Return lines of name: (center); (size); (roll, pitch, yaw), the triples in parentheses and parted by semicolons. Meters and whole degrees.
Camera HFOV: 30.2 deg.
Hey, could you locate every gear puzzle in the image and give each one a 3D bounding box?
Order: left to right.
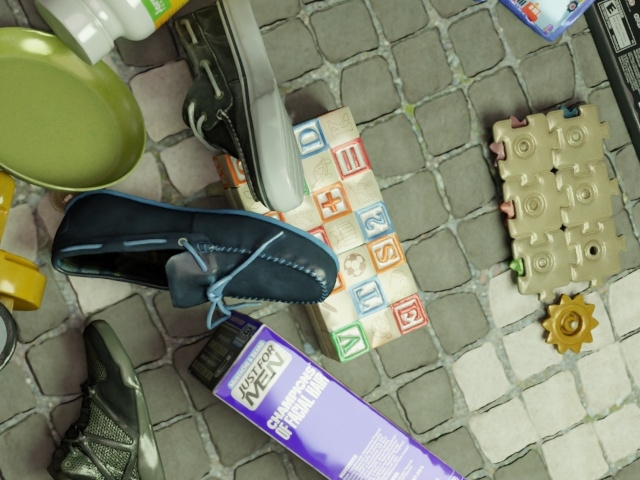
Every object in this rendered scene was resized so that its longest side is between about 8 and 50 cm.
gear puzzle: (0.328, -0.012, 1.619); (0.175, 0.044, 0.339); (-13, 98, -16)

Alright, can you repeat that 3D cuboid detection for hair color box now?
hair color box: (0.010, 0.230, 1.460); (0.338, 0.185, 0.110); (37, 82, -14)

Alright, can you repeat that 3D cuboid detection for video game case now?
video game case: (0.520, -0.255, 1.665); (0.248, 0.035, 0.275); (-24, 97, -13)

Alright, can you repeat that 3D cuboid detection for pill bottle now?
pill bottle: (-0.214, -0.325, 1.406); (0.245, 0.136, 0.136); (-44, 102, -10)

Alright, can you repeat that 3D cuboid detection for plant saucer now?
plant saucer: (-0.319, -0.145, 1.375); (0.240, 0.037, 0.241); (21, 45, -22)

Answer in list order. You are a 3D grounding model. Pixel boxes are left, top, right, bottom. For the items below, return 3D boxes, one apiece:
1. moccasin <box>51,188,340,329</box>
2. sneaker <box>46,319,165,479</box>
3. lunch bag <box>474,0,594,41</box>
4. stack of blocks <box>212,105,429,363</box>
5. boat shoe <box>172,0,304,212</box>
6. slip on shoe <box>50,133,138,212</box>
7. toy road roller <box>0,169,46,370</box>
moccasin: (-0.150, 0.037, 1.388); (0.341, 0.138, 0.117); (8, 48, 17)
sneaker: (-0.274, 0.215, 1.431); (0.130, 0.087, 0.228); (-15, 101, -21)
lunch bag: (0.306, -0.425, 1.563); (0.221, 0.138, 0.293); (40, 91, -16)
stack of blocks: (0.000, 0.000, 1.500); (0.171, 0.087, 0.297); (-23, 98, -14)
boat shoe: (-0.102, -0.153, 1.397); (0.119, 0.335, 0.121); (-18, 140, 1)
slip on shoe: (-0.272, -0.084, 1.446); (0.135, 0.041, 0.051); (-37, 101, -12)
toy road roller: (-0.472, 0.020, 1.321); (0.329, 0.202, 0.241); (17, 75, -20)
